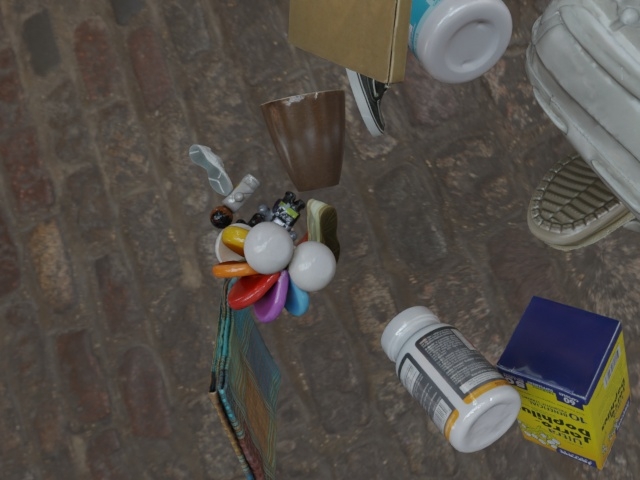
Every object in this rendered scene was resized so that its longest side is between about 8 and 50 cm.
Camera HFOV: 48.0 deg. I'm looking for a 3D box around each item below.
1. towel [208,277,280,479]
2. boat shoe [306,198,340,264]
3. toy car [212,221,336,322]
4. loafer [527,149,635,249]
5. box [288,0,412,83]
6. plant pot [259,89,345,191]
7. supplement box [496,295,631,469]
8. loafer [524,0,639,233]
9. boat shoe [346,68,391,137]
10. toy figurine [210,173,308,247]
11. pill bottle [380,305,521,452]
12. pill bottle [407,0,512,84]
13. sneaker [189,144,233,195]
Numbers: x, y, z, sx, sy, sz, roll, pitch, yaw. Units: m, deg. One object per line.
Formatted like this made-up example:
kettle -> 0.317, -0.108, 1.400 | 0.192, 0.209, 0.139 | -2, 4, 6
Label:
towel -> -0.126, 0.258, 1.294 | 0.040, 0.370, 0.271 | -17, 115, 5
boat shoe -> -0.001, 0.000, 1.261 | 0.048, 0.056, 0.153 | 30, 136, 39
toy car -> -0.077, 0.053, 1.075 | 0.159, 0.182, 0.136 | -2, 67, 60
loafer -> 0.340, -0.070, 0.805 | 0.268, 0.092, 0.102 | -38, 45, -15
box -> 0.025, -0.260, 0.646 | 0.164, 0.021, 0.201 | 36, 132, 44
plant pot -> -0.025, -0.244, 1.810 | 0.215, 0.215, 0.230 | -8, 98, 21
supplement box -> 0.544, 0.317, 1.581 | 0.194, 0.356, 0.195 | 17, 61, 37
loafer -> 0.250, -0.032, 0.451 | 0.112, 0.111, 0.319 | -28, 76, -19
boat shoe -> 0.095, -0.294, 1.358 | 0.070, 0.077, 0.219 | -17, 126, 9
toy figurine -> -0.121, -0.018, 1.546 | 0.213, 0.209, 0.148 | 27, 70, 30
pill bottle -> 0.248, 0.264, 1.419 | 0.162, 0.162, 0.278 | -52, 46, 13
pill bottle -> 0.176, -0.373, 1.130 | 0.146, 0.146, 0.264 | -40, 48, 16
sneaker -> -0.253, -0.176, 1.749 | 0.054, 0.061, 0.152 | -42, 79, 30
